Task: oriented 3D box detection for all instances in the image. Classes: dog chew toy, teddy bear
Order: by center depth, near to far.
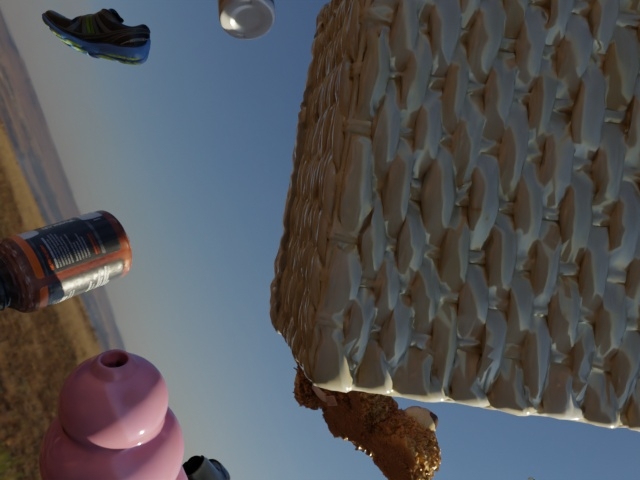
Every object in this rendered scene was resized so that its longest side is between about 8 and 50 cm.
[{"bbox_3d":[-0.269,0.289,0.814,0.206,0.206,0.332,44,-48,50],"label":"dog chew toy"},{"bbox_3d":[0.069,0.264,1.039,0.338,0.113,0.245,14,-57,49],"label":"teddy bear"}]

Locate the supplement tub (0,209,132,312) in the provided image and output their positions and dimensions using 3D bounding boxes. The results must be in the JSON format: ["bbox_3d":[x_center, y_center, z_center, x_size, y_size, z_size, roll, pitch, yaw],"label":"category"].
[{"bbox_3d":[-0.366,0.032,0.852,0.106,0.197,0.106,19,-60,37],"label":"supplement tub"}]

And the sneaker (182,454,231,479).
[{"bbox_3d":[-0.255,0.510,1.389,0.222,0.083,0.118,-156,-134,-77],"label":"sneaker"}]

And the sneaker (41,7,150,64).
[{"bbox_3d":[-0.366,-0.346,1.035,0.067,0.188,0.078,61,45,-81],"label":"sneaker"}]

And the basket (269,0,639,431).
[{"bbox_3d":[0.140,-0.037,0.515,0.266,0.328,0.332,-141,-120,-83],"label":"basket"}]

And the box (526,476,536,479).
[{"bbox_3d":[0.428,0.616,1.317,0.094,0.275,0.113,34,-72,23],"label":"box"}]

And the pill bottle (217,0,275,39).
[{"bbox_3d":[-0.130,-0.432,1.061,0.094,0.094,0.170,106,-21,-59],"label":"pill bottle"}]
